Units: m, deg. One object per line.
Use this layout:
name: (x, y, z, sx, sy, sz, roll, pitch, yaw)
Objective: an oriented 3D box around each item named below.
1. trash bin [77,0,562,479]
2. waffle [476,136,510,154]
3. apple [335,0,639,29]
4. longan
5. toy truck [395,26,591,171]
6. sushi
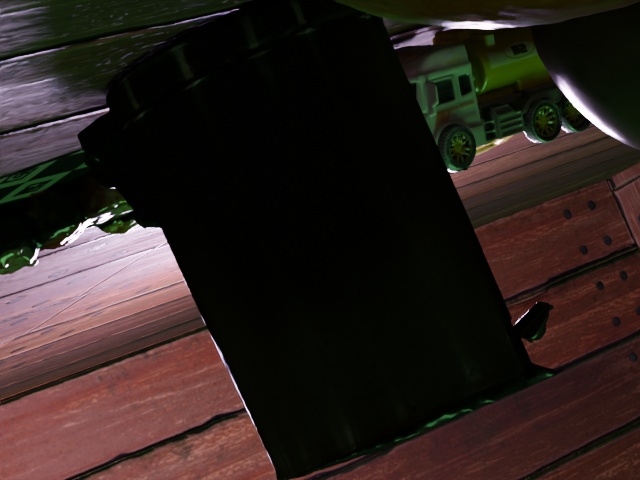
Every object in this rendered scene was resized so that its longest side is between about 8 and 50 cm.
trash bin: (0.000, 0.000, 1.338, 0.252, 0.301, 0.203, -25, 175, 10)
waffle: (0.123, -0.112, 2.063, 0.221, 0.055, 0.248, -22, 174, -11)
apple: (0.069, -0.190, 0.763, 0.346, 0.254, 0.179, -28, -146, 40)
longan: (0.273, -0.161, 1.431, 0.248, 0.248, 0.248, -24, 174, -2)
toy truck: (0.137, -0.133, 1.658, 0.227, 0.114, 0.098, -19, -166, -36)
sushi: (-0.222, -0.013, 1.593, 0.290, 0.050, 0.264, -21, 174, -21)
